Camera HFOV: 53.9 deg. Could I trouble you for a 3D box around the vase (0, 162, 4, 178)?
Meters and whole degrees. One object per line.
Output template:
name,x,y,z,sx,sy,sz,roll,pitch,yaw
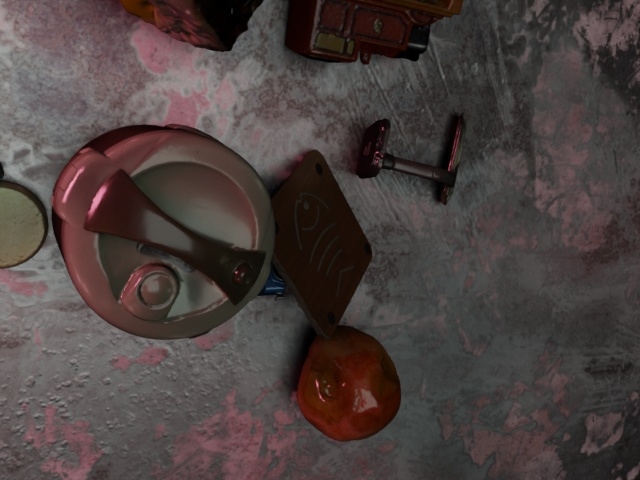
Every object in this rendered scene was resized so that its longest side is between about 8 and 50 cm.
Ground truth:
vase,-0.540,-0.196,0.952,0.096,0.096,0.219,-11,109,-24

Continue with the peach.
peach,0.050,0.285,1.296,0.214,0.214,0.235,-21,92,-21

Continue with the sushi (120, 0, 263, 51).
sushi,-0.191,-0.462,0.942,0.281,0.299,0.294,29,85,-10

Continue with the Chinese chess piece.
Chinese chess piece,-0.519,-0.026,1.019,0.144,0.058,0.144,-6,103,-27

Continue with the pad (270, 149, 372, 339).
pad,0.000,0.000,1.212,0.284,0.018,0.286,60,37,-24

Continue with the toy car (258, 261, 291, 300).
toy car,-0.106,0.020,1.186,0.100,0.097,0.191,-2,81,-17

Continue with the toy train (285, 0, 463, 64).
toy train,0.074,-0.443,1.162,0.369,0.163,0.231,2,113,-27

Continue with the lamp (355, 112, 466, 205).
lamp,0.212,-0.198,1.308,0.283,0.124,0.203,12,86,-31

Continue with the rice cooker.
rice cooker,-0.253,-0.028,0.996,0.335,0.325,0.335,-6,105,-25
